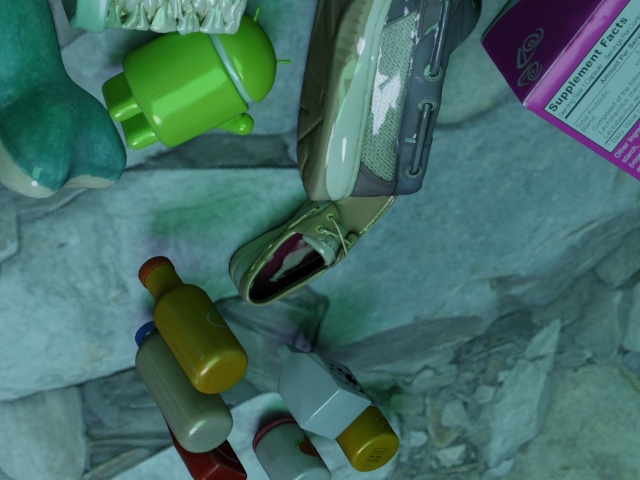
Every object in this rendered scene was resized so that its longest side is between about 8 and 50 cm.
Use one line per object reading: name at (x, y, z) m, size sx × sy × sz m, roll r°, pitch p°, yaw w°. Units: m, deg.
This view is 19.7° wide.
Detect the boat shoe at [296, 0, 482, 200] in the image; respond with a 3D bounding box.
boat shoe at (0.054, -0.151, 1.148) m, size 0.092 × 0.103 × 0.285 m, roll 3°, pitch 120°, yaw -20°

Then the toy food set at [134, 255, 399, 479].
toy food set at (-0.051, 0.102, 1.266) m, size 0.111 × 0.104 × 0.232 m, roll -46°, pitch 142°, yaw 14°

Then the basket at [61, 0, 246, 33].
basket at (-0.091, -0.211, 1.077) m, size 0.103 × 0.113 × 0.167 m, roll 5°, pitch 117°, yaw -18°

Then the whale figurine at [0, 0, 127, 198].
whale figurine at (-0.205, -0.142, 1.016) m, size 0.272 × 0.216 × 0.141 m, roll 44°, pitch 108°, yaw 12°

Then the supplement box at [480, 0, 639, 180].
supplement box at (0.230, -0.099, 1.199) m, size 0.220 × 0.111 × 0.114 m, roll 31°, pitch 108°, yaw -23°

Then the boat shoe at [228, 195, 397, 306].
boat shoe at (0.000, 0.000, 1.241) m, size 0.135 × 0.045 × 0.050 m, roll -39°, pitch 118°, yaw 9°

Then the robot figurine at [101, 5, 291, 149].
robot figurine at (-0.079, -0.103, 1.160) m, size 0.115 × 0.067 × 0.101 m, roll -28°, pitch 125°, yaw 4°
